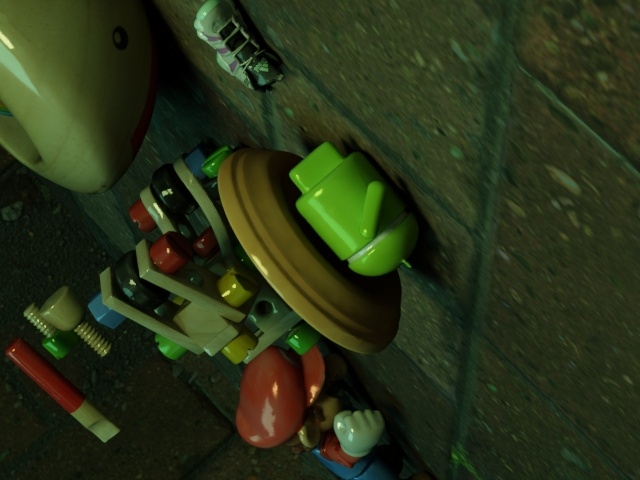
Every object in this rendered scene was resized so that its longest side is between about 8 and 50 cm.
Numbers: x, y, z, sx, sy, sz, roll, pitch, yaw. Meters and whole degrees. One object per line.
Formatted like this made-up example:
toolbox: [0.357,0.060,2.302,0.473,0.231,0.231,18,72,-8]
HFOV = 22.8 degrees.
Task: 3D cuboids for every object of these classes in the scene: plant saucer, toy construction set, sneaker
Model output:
plant saucer: [0.000,0.000,1.272,0.200,0.037,0.200,42,-159,-21]
toy construction set: [-0.123,0.078,1.585,0.237,0.309,0.257,47,178,-18]
sneaker: [-0.055,-0.144,1.207,0.069,0.038,0.098,41,176,25]

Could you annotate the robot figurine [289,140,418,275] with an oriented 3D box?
robot figurine: [0.028,-0.021,1.215,0.115,0.067,0.101,49,174,-3]

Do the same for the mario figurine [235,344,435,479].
mario figurine: [0.034,0.217,1.949,0.198,0.170,0.320,-12,140,35]

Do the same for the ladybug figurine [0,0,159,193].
ladybug figurine: [-0.274,-0.192,1.530,0.305,0.162,0.449,51,168,-13]
